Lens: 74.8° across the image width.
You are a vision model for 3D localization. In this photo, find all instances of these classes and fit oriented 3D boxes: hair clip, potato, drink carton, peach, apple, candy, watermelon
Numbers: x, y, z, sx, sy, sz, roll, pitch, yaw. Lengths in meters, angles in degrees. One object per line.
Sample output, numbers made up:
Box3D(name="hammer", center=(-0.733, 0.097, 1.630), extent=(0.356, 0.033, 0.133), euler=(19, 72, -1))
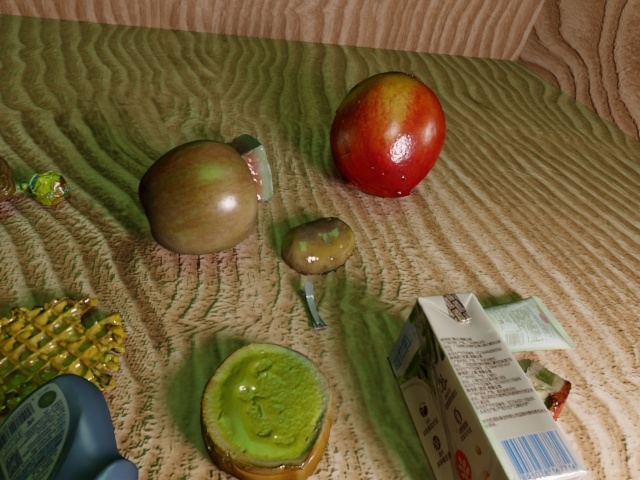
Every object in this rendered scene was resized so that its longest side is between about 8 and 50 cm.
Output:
Box3D(name="hair clip", center=(-0.017, 0.139, 0.899), extent=(0.030, 0.039, 0.115), euler=(-11, 49, -17))
Box3D(name="potato", center=(0.000, 0.000, 1.028), extent=(0.200, 0.081, 0.164), euler=(-26, 55, -32))
Box3D(name="drink carton", center=(0.246, 0.273, 0.696), extent=(0.132, 0.194, 0.325), euler=(-2, 43, -18))
Box3D(name="peach", center=(0.198, -0.293, 1.224), extent=(0.370, 0.370, 0.370), euler=(7, 42, -6))
Box3D(name="apple", center=(-0.272, -0.093, 0.932), extent=(0.233, 0.257, 0.257), euler=(-15, 48, -25))
Box3D(name="candy", center=(-0.743, -0.128, 1.004), extent=(0.262, 0.073, 0.077), euler=(2, 64, -2))
Box3D(name="watermelon", center=(-0.264, -0.175, 1.146), extent=(0.256, 0.140, 0.193), euler=(-24, 44, -25))

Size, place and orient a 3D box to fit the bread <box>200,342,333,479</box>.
Box3D(name="bread", center=(-0.086, 0.282, 0.698), extent=(0.236, 0.070, 0.236), euler=(8, 40, -7))

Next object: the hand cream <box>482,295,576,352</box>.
Box3D(name="hand cream", center=(0.401, 0.188, 0.908), extent=(0.305, 0.093, 0.147), euler=(-3, 45, -20))

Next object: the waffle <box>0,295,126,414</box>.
Box3D(name="waffle", center=(-0.464, 0.190, 0.724), extent=(0.231, 0.051, 0.229), euler=(-5, 47, -18))

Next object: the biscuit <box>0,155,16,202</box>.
Box3D(name="biscuit", center=(-0.812, -0.119, 0.944), extent=(0.208, 0.041, 0.290), euler=(-31, 57, -16))

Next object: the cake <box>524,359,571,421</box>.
Box3D(name="cake", center=(0.420, 0.280, 0.791), extent=(0.086, 0.117, 0.220), euler=(33, 46, 31))

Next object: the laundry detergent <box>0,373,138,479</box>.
Box3D(name="laundry detergent", center=(-0.315, 0.309, 0.536), extent=(0.143, 0.094, 0.290), euler=(-43, 49, -18))
